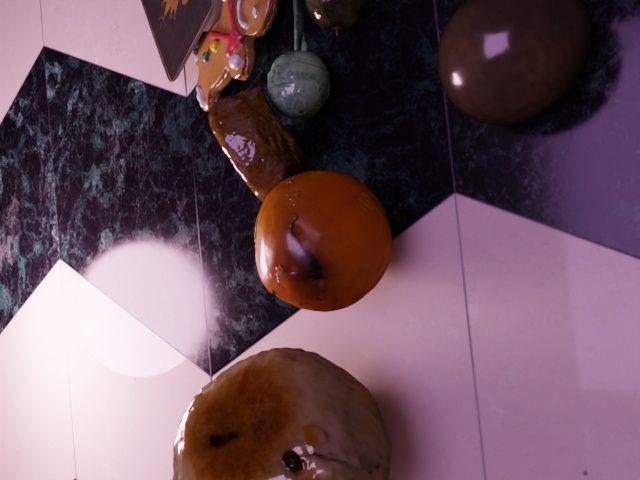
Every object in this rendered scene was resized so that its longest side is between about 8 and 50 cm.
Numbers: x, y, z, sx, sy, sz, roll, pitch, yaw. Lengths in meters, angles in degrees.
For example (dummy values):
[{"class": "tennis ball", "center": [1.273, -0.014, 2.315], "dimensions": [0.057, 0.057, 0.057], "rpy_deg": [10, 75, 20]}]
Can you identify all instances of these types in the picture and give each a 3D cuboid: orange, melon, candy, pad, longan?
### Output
[{"class": "orange", "center": [0.000, 0.000, 1.041], "dimensions": [0.246, 0.246, 0.246], "rpy_deg": [2, 93, 40]}, {"class": "melon", "center": [0.025, -0.450, 1.084], "dimensions": [0.114, 0.114, 0.167], "rpy_deg": [-3, 87, 40]}, {"class": "candy", "center": [-0.040, -0.447, 1.166], "dimensions": [0.119, 0.119, 0.439], "rpy_deg": [-7, 78, 39]}, {"class": "pad", "center": [-0.348, -0.592, 1.374], "dimensions": [0.315, 0.063, 0.375], "rpy_deg": [-46, 56, 37]}, {"class": "longan", "center": [0.267, -0.260, 0.848], "dimensions": [0.213, 0.198, 0.197], "rpy_deg": [-18, 80, 37]}]

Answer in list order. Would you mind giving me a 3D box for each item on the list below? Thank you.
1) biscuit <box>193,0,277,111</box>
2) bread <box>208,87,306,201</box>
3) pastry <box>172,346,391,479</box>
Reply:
[{"class": "biscuit", "center": [-0.190, -0.425, 1.253], "dimensions": [0.340, 0.047, 0.215], "rpy_deg": [-22, 72, 52]}, {"class": "bread", "center": [-0.112, -0.182, 1.145], "dimensions": [0.123, 0.230, 0.230], "rpy_deg": [-33, 69, 6]}, {"class": "pastry", "center": [-0.056, 0.384, 1.048], "dimensions": [0.389, 0.312, 0.388], "rpy_deg": [-14, 50, 17]}]
